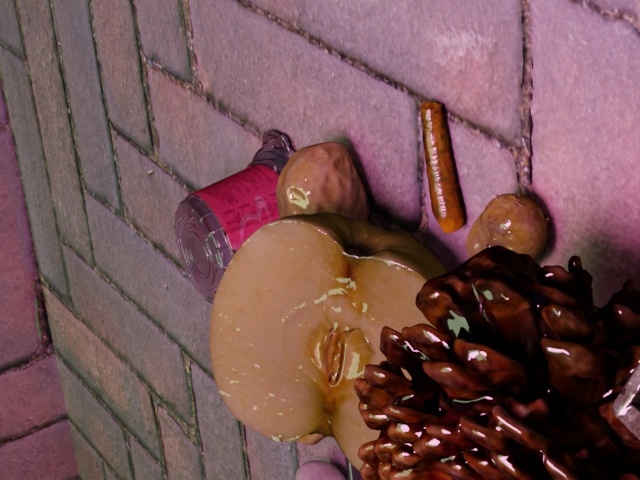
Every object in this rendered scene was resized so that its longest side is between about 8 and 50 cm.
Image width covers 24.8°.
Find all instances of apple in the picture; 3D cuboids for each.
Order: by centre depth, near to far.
[{"bbox_3d":[0.040,0.136,1.945,0.312,0.320,0.360,-124,37,-51],"label":"apple"}]

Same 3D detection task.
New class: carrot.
[{"bbox_3d":[0.154,-0.094,1.860,0.042,0.042,0.171,19,123,58],"label":"carrot"}]

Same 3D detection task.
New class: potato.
[{"bbox_3d":[0.225,-0.005,1.747,0.092,0.070,0.138,57,154,14],"label":"potato"}]

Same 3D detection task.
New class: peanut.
[{"bbox_3d":[0.000,0.000,2.110,0.152,0.152,0.313,44,143,42],"label":"peanut"}]

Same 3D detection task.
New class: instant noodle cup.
[{"bbox_3d":[-0.117,-0.005,2.292,0.258,0.181,0.303,8,115,63],"label":"instant noodle cup"}]

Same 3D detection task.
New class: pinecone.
[{"bbox_3d":[0.246,0.189,1.524,0.398,0.397,0.398,43,144,43],"label":"pinecone"}]

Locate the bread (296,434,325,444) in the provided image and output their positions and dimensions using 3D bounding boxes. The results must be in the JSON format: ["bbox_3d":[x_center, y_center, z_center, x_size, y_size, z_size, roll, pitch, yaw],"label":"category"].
[{"bbox_3d":[-0.045,0.212,2.343,0.244,0.134,0.244,39,151,27],"label":"bread"}]

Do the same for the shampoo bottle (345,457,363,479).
[{"bbox_3d":[0.088,0.461,2.285,0.098,0.071,0.310,-76,-21,-83],"label":"shampoo bottle"}]

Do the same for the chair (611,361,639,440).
[{"bbox_3d":[0.403,0.084,1.281,0.136,0.147,0.270,46,122,39],"label":"chair"}]

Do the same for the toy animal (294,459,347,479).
[{"bbox_3d":[0.009,0.557,2.449,0.258,0.193,0.357,-62,-32,-68],"label":"toy animal"}]
